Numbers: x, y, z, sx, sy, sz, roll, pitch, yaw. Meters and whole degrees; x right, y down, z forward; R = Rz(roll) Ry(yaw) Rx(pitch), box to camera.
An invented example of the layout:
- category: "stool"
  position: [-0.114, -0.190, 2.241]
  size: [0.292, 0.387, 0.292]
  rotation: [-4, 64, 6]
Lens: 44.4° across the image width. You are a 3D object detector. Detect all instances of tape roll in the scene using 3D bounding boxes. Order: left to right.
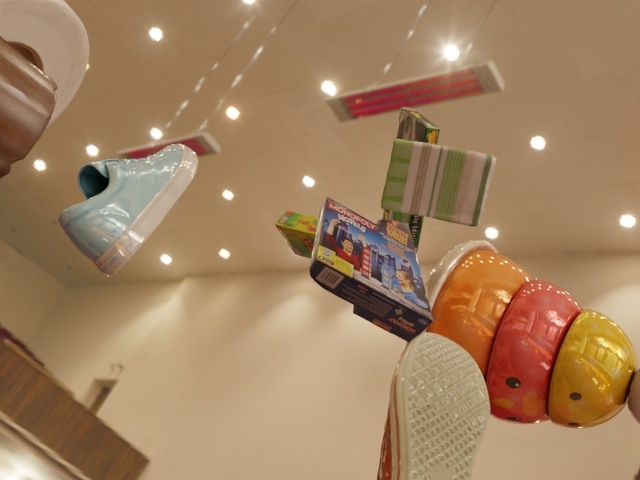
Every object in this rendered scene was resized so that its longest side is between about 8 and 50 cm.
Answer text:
- category: "tape roll"
  position: [-0.426, -0.211, 0.941]
  size: [0.100, 0.286, 0.286]
  rotation: [48, -29, 14]

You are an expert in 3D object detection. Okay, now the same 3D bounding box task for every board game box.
- category: "board game box"
  position: [0.000, 0.000, 1.546]
  size: [0.181, 0.043, 0.092]
  rotation: [15, -34, 45]
- category: "board game box"
  position: [0.072, 0.026, 1.155]
  size: [0.194, 0.194, 0.060]
  rotation: [29, -54, -15]
- category: "board game box"
  position: [0.149, -0.087, 1.353]
  size: [0.030, 0.136, 0.259]
  rotation: [0, -66, -17]

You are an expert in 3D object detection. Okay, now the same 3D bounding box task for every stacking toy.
- category: "stacking toy"
  position: [0.419, 0.208, 1.364]
  size: [0.480, 0.350, 0.350]
  rotation: [14, -35, 35]

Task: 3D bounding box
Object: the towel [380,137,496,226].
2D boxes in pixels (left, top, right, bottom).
- category: "towel"
  position: [0.173, -0.087, 1.161]
  size: [0.152, 0.023, 0.113]
  rotation: [11, -71, 2]

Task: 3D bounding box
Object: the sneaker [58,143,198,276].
- category: "sneaker"
  position: [-0.323, -0.099, 1.335]
  size: [0.135, 0.366, 0.150]
  rotation: [-36, -71, 26]

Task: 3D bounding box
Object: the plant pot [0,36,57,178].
- category: "plant pot"
  position: [-0.355, -0.149, 0.744]
  size: [0.167, 0.167, 0.165]
  rotation: [-5, -30, 42]

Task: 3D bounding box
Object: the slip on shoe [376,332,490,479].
- category: "slip on shoe"
  position: [0.109, 0.235, 0.843]
  size: [0.123, 0.331, 0.101]
  rotation: [26, -46, -12]
